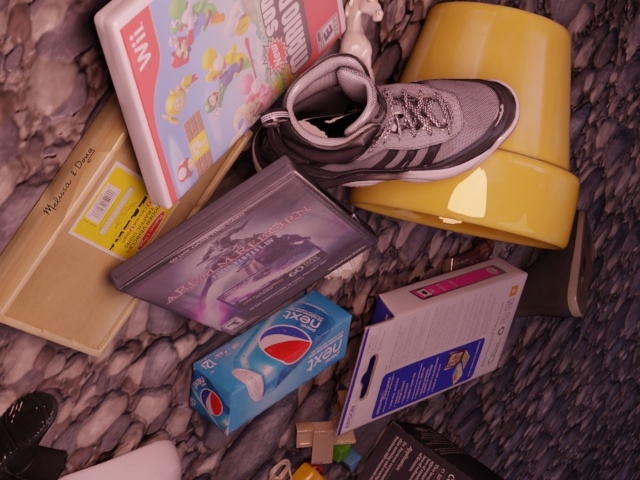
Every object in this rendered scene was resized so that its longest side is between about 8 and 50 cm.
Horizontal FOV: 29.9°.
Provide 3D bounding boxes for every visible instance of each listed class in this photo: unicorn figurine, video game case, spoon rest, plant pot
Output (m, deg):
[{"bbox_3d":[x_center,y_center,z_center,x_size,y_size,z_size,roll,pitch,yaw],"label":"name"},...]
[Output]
[{"bbox_3d":[0.042,-0.187,1.241,0.060,0.111,0.162,-2,155,-14],"label":"unicorn figurine"},{"bbox_3d":[-0.064,0.015,1.182,0.196,0.026,0.274,-33,160,9],"label":"video game case"},{"bbox_3d":[-0.074,-0.189,1.050,0.285,0.025,0.204,-49,148,-31],"label":"video game case"},{"bbox_3d":[-0.230,0.284,1.298,0.137,0.084,0.276,-58,168,7],"label":"spoon rest"},{"bbox_3d":[0.175,-0.130,1.345,0.254,0.254,0.239,14,88,-60],"label":"plant pot"}]

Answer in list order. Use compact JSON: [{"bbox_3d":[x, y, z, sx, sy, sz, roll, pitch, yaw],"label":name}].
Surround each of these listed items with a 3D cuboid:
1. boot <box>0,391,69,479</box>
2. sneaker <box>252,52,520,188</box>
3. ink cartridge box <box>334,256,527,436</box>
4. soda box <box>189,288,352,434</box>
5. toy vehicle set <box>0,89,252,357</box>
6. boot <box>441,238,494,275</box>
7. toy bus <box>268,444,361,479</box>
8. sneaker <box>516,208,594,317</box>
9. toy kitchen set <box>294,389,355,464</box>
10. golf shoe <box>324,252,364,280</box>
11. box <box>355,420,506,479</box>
[{"bbox_3d":[-0.280,0.205,1.166,0.121,0.045,0.099,-48,149,-1],"label":"boot"},{"bbox_3d":[0.068,-0.115,1.124,0.268,0.101,0.153,-12,167,-5],"label":"sneaker"},{"bbox_3d":[0.147,0.143,1.696,0.371,0.069,0.176,-16,128,-47],"label":"ink cartridge box"},{"bbox_3d":[-0.057,0.142,1.425,0.210,0.067,0.071,-31,142,-41],"label":"soda box"},{"bbox_3d":[-0.182,-0.026,1.090,0.267,0.035,0.166,-56,152,-2],"label":"toy vehicle set"},{"bbox_3d":[0.216,0.057,1.797,0.114,0.037,0.106,-30,129,-45],"label":"boot"},{"bbox_3d":[0.000,0.400,1.739,0.202,0.104,0.191,-12,129,-53],"label":"toy bus"},{"bbox_3d":[0.393,0.035,2.028,0.083,0.118,0.222,61,35,-39],"label":"sneaker"},{"bbox_3d":[0.003,0.263,1.682,0.083,0.075,0.068,-3,128,-8],"label":"toy kitchen set"},{"bbox_3d":[0.000,0.000,1.376,0.176,0.069,0.086,-12,123,-54],"label":"golf shoe"},{"bbox_3d":[0.179,0.520,1.922,0.343,0.312,0.179,-58,152,4],"label":"box"}]
